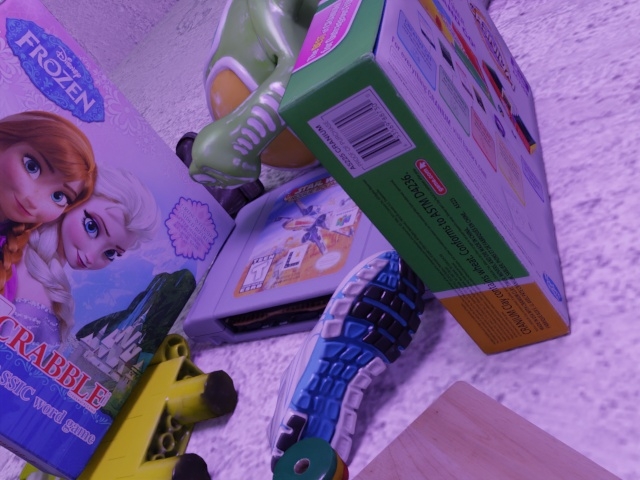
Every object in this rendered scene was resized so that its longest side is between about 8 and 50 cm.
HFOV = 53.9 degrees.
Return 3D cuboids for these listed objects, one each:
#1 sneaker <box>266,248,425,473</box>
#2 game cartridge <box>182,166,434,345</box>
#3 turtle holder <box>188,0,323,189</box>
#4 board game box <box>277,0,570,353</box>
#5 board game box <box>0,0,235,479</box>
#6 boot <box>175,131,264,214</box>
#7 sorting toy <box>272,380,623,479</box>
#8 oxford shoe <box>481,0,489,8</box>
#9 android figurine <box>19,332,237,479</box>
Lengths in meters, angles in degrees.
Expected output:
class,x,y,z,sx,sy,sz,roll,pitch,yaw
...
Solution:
class,x,y,z,sx,sy,sz,roll,pitch,yaw
sneaker,0.008,0.088,0.483,0.190,0.071,0.083,-59,20,-5
game cartridge,0.000,0.000,0.641,0.297,0.062,0.198,-17,42,36
turtle holder,-0.019,-0.175,0.734,0.227,0.243,0.320,-34,47,38
board game box,0.096,-0.111,0.487,0.064,0.242,0.316,-24,34,31
board game box,-0.259,-0.005,0.573,0.066,0.318,0.318,-7,45,39
boot,-0.217,-0.039,0.898,0.229,0.091,0.263,-47,33,-10
sorting toy,0.083,0.160,0.329,0.132,0.046,0.274,-40,26,-14
oxford shoe,0.187,-0.434,0.917,0.169,0.130,0.449,-16,37,39
android figurine,-0.206,0.205,0.609,0.273,0.056,0.248,-18,37,31
